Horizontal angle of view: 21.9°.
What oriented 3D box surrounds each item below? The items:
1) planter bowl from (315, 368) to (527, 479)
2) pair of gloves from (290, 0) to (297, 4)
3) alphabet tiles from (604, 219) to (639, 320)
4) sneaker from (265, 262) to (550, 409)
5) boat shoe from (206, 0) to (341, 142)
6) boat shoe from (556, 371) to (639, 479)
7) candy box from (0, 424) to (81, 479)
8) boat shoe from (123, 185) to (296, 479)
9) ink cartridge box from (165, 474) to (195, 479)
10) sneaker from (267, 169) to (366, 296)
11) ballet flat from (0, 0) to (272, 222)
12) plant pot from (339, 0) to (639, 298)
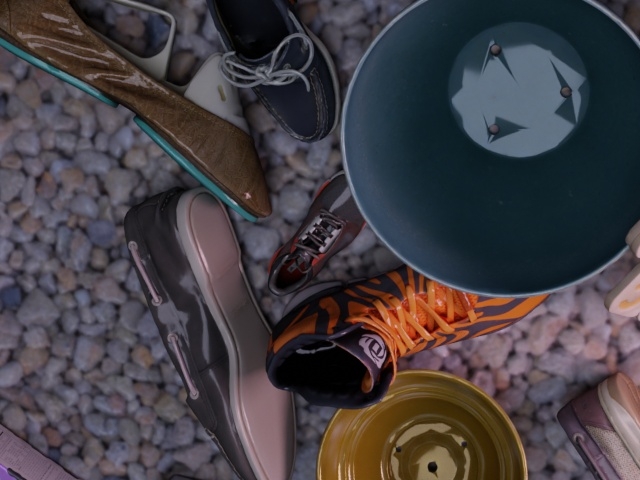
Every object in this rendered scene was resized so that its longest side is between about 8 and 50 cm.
[{"bbox_3d":[0.110,0.238,1.706,0.217,0.090,0.217,0,89,13],"label":"planter bowl"},{"bbox_3d":[-0.050,-0.208,1.636,0.074,0.010,0.083,-18,104,16],"label":"pair of gloves"},{"bbox_3d":[0.391,-0.019,1.500,0.278,0.284,0.021,-48,56,21],"label":"alphabet tiles"},{"bbox_3d":[0.092,0.085,1.620,0.321,0.180,0.124,-24,103,18],"label":"sneaker"},{"bbox_3d":[-0.051,-0.192,1.578,0.095,0.079,0.254,-8,123,19],"label":"boat shoe"},{"bbox_3d":[0.336,0.273,1.687,0.092,0.103,0.285,-26,99,23],"label":"boat shoe"},{"bbox_3d":[-0.392,0.285,1.842,0.196,0.070,0.165,35,112,-3],"label":"candy box"},{"bbox_3d":[-0.112,0.105,1.715,0.095,0.112,0.335,-10,102,32],"label":"boat shoe"},{"bbox_3d":[-0.014,0.386,1.772,0.371,0.069,0.175,15,111,20],"label":"ink cartridge box"},{"bbox_3d":[0.000,0.000,1.670,0.061,0.065,0.158,34,112,-2],"label":"sneaker"},{"bbox_3d":[-0.164,-0.160,1.636,0.342,0.116,0.124,35,91,1],"label":"ballet flat"},{"bbox_3d":[0.177,-0.115,1.525,0.290,0.195,0.290,4,109,10],"label":"plant pot"}]
